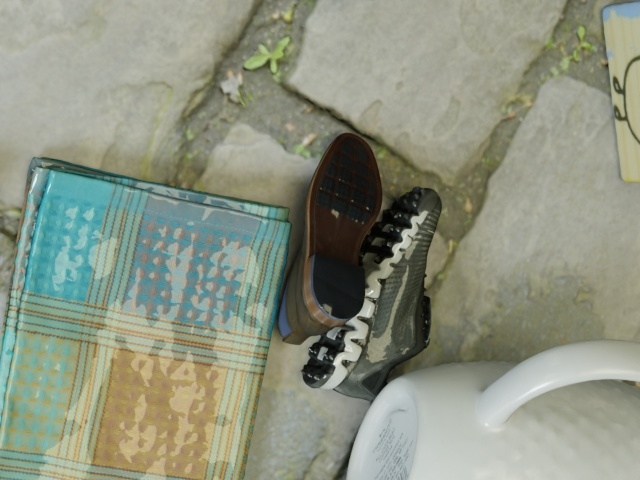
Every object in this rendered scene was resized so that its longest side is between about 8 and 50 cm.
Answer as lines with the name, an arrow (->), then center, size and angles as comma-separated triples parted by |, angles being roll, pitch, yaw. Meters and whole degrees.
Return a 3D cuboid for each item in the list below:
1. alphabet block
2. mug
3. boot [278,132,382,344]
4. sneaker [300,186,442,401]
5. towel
alphabet block -> 0.435, -0.171, 1.853 | 0.193, 0.192, 0.197 | -10, 96, -21
mug -> 0.226, 0.226, 1.699 | 0.328, 0.374, 0.276 | 17, 43, -18
boot -> 0.000, 0.000, 1.742 | 0.082, 0.106, 0.219 | 23, 56, -19
sneaker -> 0.076, 0.061, 1.772 | 0.106, 0.078, 0.234 | 29, 85, -25
towel -> -0.179, 0.124, 1.682 | 0.271, 0.040, 0.370 | 11, 89, -23
